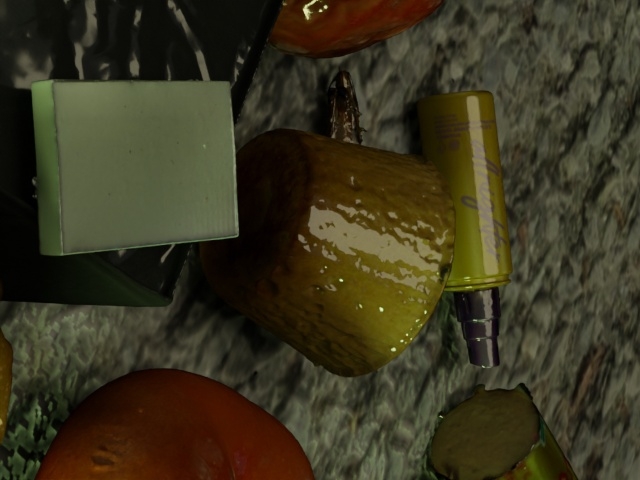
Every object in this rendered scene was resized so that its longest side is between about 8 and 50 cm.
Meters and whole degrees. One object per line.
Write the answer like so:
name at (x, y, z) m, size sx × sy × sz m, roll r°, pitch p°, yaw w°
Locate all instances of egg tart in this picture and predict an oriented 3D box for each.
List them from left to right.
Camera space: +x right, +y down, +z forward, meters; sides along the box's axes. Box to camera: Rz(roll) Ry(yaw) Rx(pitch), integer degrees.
egg tart at (0.000, 0.000, 1.248) m, size 0.147 × 0.203 × 0.202 m, roll 23°, pitch 68°, yaw -36°

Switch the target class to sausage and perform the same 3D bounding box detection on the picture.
sausage at (0.227, 0.298, 1.527) m, size 0.317 × 0.117 × 0.125 m, roll 57°, pitch 41°, yaw -28°

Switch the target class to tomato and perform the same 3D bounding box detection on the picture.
tomato at (-0.113, 0.225, 1.088) m, size 0.260 × 0.180 × 0.259 m, roll 4°, pitch 85°, yaw -50°

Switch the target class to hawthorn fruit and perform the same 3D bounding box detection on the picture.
hawthorn fruit at (0.040, -0.275, 1.264) m, size 0.242 × 0.272 × 0.241 m, roll 14°, pitch 74°, yaw -59°

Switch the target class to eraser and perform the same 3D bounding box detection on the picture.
eraser at (-0.111, -0.048, 0.925) m, size 0.150 × 0.023 × 0.103 m, roll -6°, pitch 95°, yaw -50°

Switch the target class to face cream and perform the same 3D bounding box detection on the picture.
face cream at (0.148, -0.009, 1.506) m, size 0.078 × 0.078 × 0.273 m, roll -6°, pitch 90°, yaw -50°

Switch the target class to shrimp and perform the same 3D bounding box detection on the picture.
shrimp at (0.043, -0.069, 1.424) m, size 0.124 × 0.034 × 0.178 m, roll 6°, pitch 83°, yaw -52°

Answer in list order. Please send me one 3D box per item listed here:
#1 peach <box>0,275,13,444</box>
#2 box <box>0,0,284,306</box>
peach at (-0.277, 0.113, 0.866) m, size 0.245 × 0.248 × 0.274 m, roll 34°, pitch 44°, yaw -20°
box at (-0.190, -0.153, 1.008) m, size 0.251 × 0.204 × 0.345 m, roll 38°, pitch 62°, yaw -42°
